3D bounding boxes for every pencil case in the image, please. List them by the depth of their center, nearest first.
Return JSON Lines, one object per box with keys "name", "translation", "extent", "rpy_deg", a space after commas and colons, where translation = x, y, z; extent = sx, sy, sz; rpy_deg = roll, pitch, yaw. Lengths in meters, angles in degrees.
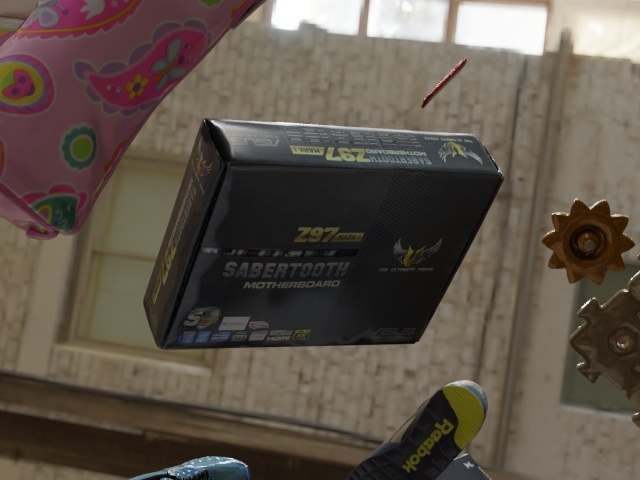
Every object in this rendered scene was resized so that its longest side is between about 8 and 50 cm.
{"name": "pencil case", "translation": [-0.129, -0.133, 0.845], "extent": [0.284, 0.124, 0.124], "rpy_deg": [-52, -24, -14]}

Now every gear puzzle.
{"name": "gear puzzle", "translation": [0.340, 0.088, 1.258], "extent": [0.175, 0.339, 0.044], "rpy_deg": [-46, 10, 16]}

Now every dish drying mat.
{"name": "dish drying mat", "translation": [0.154, -0.196, 1.602], "extent": [0.083, 0.008, 0.032], "rpy_deg": [-45, -4, -33]}

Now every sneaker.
{"name": "sneaker", "translation": [0.077, 0.160, 0.981], "extent": [0.144, 0.053, 0.059], "rpy_deg": [-45, -5, 22]}
{"name": "sneaker", "translation": [-0.138, 0.246, 1.231], "extent": [0.073, 0.162, 0.063], "rpy_deg": [-36, 69, 63]}

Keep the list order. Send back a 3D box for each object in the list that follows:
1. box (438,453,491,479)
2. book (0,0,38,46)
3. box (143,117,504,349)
{"name": "box", "translation": [0.133, 0.320, 1.231], "extent": [0.093, 0.156, 0.158], "rpy_deg": [-11, -46, -40]}
{"name": "book", "translation": [-0.277, -0.160, 1.010], "extent": [0.096, 0.144, 0.035], "rpy_deg": [4, -107, -48]}
{"name": "box", "translation": [0.000, 0.000, 0.973], "extent": [0.059, 0.232, 0.183], "rpy_deg": [63, 141, 42]}
